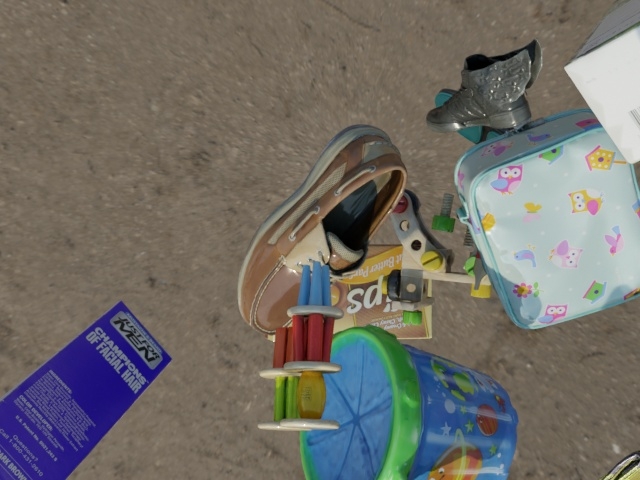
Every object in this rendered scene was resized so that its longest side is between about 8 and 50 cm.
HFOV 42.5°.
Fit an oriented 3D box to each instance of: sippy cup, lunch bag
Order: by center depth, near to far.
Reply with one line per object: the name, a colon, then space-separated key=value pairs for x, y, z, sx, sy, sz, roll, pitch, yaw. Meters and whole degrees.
sippy cup: x=0.124 y=0.242 z=1.069 sx=0.224 sy=0.240 sz=0.305 roll=13 pitch=63 yaw=-29
lunch bag: x=0.301 y=-0.028 z=1.078 sx=0.224 sy=0.108 sz=0.279 roll=-19 pitch=118 yaw=10

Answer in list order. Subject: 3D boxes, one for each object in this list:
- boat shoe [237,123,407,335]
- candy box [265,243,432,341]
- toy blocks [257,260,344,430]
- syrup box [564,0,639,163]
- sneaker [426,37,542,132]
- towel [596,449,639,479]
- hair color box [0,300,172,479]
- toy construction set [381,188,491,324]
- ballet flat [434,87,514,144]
boat shoe: x=0.000 y=0.000 z=1.088 sx=0.123 sy=0.116 sz=0.324 roll=21 pitch=109 yaw=-36
candy box: x=0.055 y=0.098 z=1.574 sx=0.316 sy=0.087 sz=0.183 roll=0 pitch=89 yaw=-15
toy blocks: x=-0.019 y=0.101 z=0.769 sx=0.054 sy=0.123 sz=0.148 roll=8 pitch=74 yaw=-20
syrup box: x=0.291 y=-0.170 z=0.649 sx=0.096 sy=0.237 sz=0.093 roll=52 pitch=139 yaw=-10
sneaker: x=0.180 y=-0.173 z=0.933 sx=0.051 sy=0.170 sz=0.089 roll=-40 pitch=118 yaw=-32
towel: x=0.159 y=0.123 z=0.404 sx=0.083 sy=0.009 sz=0.060 roll=15 pitch=124 yaw=-37
hair color box: x=-0.312 y=0.210 z=0.882 sx=0.185 sy=0.339 sz=0.110 roll=-39 pitch=97 yaw=21
toy construction set: x=0.224 y=0.045 z=1.407 sx=0.257 sy=0.309 sz=0.237 roll=11 pitch=92 yaw=-2
ballet flat: x=0.261 y=-0.169 z=1.234 sx=0.074 sy=0.074 sz=0.203 roll=-48 pitch=60 yaw=5
